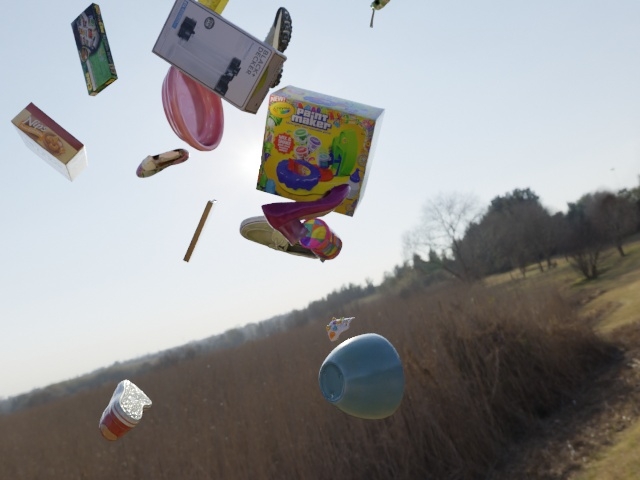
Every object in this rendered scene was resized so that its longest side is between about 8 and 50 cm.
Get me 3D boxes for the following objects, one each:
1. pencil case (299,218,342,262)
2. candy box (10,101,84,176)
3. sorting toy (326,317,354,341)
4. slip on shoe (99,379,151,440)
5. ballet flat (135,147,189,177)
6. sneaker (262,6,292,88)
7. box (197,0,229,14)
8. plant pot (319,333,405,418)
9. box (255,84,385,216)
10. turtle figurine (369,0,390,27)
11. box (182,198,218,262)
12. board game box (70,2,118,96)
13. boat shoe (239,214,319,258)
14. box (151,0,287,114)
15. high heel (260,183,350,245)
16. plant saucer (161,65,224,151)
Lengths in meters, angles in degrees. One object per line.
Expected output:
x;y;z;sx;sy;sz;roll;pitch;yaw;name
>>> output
0.000;0.000;1.594;0.105;0.104;0.236;-17;-15;7;pencil case
-0.827;-0.294;1.631;0.087;0.183;0.316;-53;15;-16;candy box
0.065;0.252;1.569;0.075;0.044;0.083;-24;16;37;sorting toy
-0.583;0.500;1.565;0.101;0.123;0.331;-46;8;-8;slip on shoe
-0.610;-0.305;2.006;0.222;0.076;0.079;-20;-12;-2;ballet flat
-0.174;-0.676;1.835;0.108;0.271;0.100;25;23;15;sneaker
-0.323;-0.795;1.681;0.232;0.087;0.058;-53;19;13;box
0.111;0.467;1.777;0.196;0.289;0.290;4;-20;-39;plant pot
-0.001;-0.255;1.475;0.290;0.279;0.177;16;27;8;box
0.135;-0.775;1.531;0.266;0.197;0.275;17;-1;-40;turtle figurine
-0.378;-0.036;1.667;0.021;0.201;0.164;23;4;-8;box
-0.735;-0.616;1.707;0.136;0.259;0.030;-19;-6;31;board game box
-0.123;-0.009;1.770;0.303;0.094;0.109;9;-52;-12;boat shoe
-0.248;-0.457;1.294;0.169;0.290;0.087;-57;-9;14;box
-0.029;-0.096;1.244;0.244;0.117;0.082;-43;5;-30;high heel
-0.448;-0.471;1.836;0.084;0.331;0.332;-5;-5;18;plant saucer
